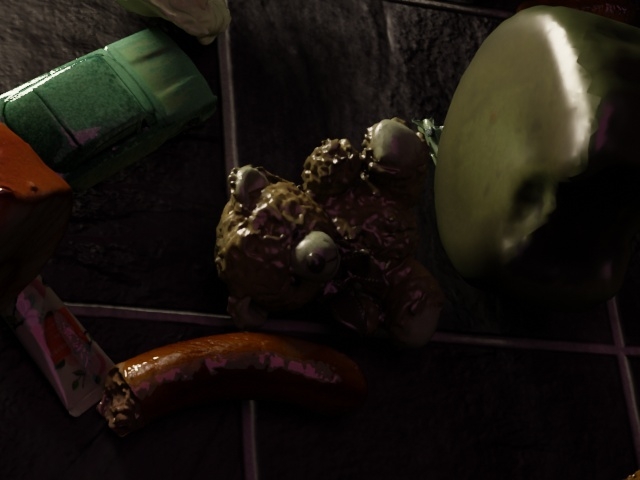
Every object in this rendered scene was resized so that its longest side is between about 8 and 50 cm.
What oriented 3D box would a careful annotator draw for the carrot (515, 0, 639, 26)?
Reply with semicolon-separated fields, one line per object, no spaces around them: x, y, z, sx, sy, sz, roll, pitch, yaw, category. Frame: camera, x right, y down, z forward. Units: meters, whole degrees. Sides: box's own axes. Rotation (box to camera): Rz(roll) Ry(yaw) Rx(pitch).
0.356;-0.314;2.073;0.186;0.060;0.060;-2;64;-18;carrot

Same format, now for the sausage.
-0.092;0.150;1.612;0.302;0.076;0.103;-3;69;-24;sausage

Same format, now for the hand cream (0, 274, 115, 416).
-0.305;0.077;1.584;0.080;0.050;0.234;-37;88;-38;hand cream

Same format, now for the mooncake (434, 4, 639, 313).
0.284;-0.096;1.754;0.187;0.351;0.351;9;60;-24;mooncake

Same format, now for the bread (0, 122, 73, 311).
-0.378;0.037;1.414;0.114;0.295;0.328;44;89;4;bread

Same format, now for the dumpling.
-0.176;-0.327;1.804;0.193;0.147;0.258;43;28;-22;dumpling

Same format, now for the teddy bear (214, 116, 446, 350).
0.000;0.000;1.688;0.256;0.156;0.267;-6;95;-30;teddy bear

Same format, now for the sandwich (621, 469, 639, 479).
0.443;0.349;1.619;0.325;0.262;0.131;13;64;-16;sandwich

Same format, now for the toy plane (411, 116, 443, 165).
0.147;-0.123;1.890;0.080;0.033;0.083;-10;67;-43;toy plane

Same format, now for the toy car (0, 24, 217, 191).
-0.263;-0.136;1.682;0.320;0.097;0.141;-33;79;-34;toy car
